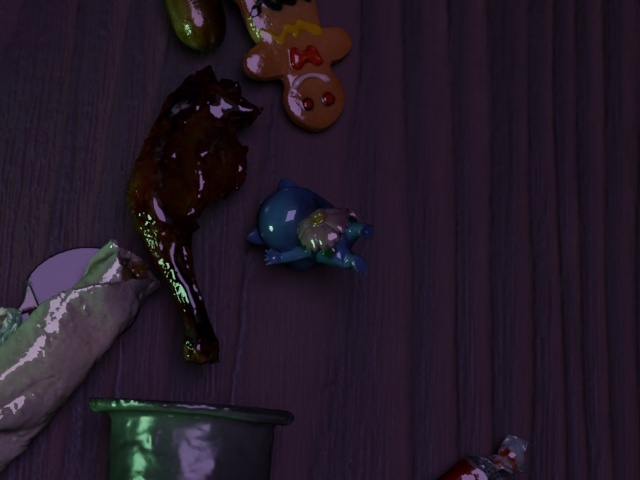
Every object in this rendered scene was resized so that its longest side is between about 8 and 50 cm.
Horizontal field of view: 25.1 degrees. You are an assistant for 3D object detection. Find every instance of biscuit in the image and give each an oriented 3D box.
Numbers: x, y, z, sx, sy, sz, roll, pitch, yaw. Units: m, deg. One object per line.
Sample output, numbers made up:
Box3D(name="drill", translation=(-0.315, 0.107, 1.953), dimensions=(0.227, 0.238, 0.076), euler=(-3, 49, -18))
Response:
Box3D(name="biscuit", translation=(-0.033, -0.267, 1.927), dimensions=(0.165, 0.036, 0.250), euler=(-16, 85, -25))

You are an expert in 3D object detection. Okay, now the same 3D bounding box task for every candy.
Box3D(name="candy", translation=(0.157, 0.346, 1.816), dimensions=(0.292, 0.059, 0.086), euler=(-33, 82, -18))

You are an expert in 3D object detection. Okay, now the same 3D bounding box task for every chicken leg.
Box3D(name="chicken leg", translation=(-0.169, -0.039, 1.810), dimensions=(0.158, 0.096, 0.407), euler=(14, 64, -24))

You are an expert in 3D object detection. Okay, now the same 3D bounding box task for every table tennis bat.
Box3D(name="table tennis bat", translation=(-0.330, 0.084, 1.797), dimensions=(0.220, 0.019, 0.130), euler=(-20, 85, -16))

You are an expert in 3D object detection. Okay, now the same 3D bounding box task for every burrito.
Box3D(name="burrito", translation=(-0.347, 0.162, 1.726), dimensions=(0.392, 0.076, 0.117), euler=(-49, 126, -14))

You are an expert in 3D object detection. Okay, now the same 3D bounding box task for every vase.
Box3D(name="vase", translation=(-0.165, 0.332, 1.673), dimensions=(0.245, 0.245, 0.291), euler=(7, 81, -10))

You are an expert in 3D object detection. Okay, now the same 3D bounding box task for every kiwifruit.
Box3D(name="kiwifruit", translation=(-0.168, -0.310, 1.904), dimensions=(0.075, 0.075, 0.124), euler=(-17, 85, -16))

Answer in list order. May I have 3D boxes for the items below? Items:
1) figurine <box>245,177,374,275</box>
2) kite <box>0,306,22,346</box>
Box3D(name="figurine", translation=(0.004, -0.003, 1.839), dimensions=(0.144, 0.178, 0.114), euler=(20, 89, -47))
Box3D(name="kite", translation=(-0.475, 0.117, 1.751), dimensions=(0.229, 0.016, 0.127), euler=(18, 89, -5))
